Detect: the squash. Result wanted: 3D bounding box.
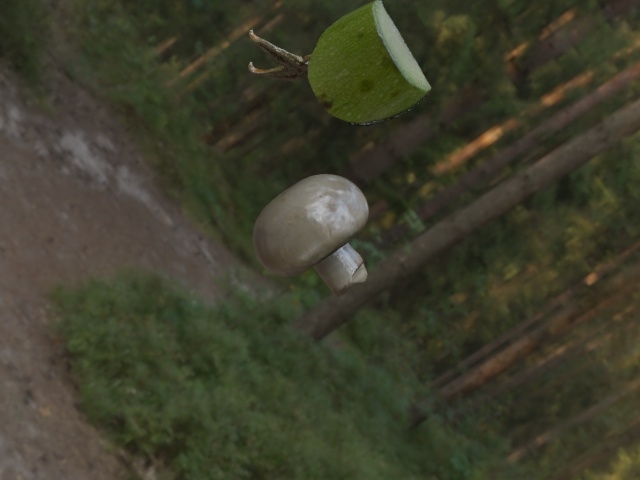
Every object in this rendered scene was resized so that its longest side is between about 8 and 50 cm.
[{"bbox_3d":[0.077,-0.281,1.853,0.192,0.184,0.085,58,-12,-2],"label":"squash"}]

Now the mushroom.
[{"bbox_3d":[0.000,0.000,1.829,0.204,0.204,0.204,52,11,-14],"label":"mushroom"}]

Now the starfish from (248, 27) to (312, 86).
[{"bbox_3d":[-0.047,-0.345,2.201,0.138,0.247,0.050,60,41,-53],"label":"starfish"}]
